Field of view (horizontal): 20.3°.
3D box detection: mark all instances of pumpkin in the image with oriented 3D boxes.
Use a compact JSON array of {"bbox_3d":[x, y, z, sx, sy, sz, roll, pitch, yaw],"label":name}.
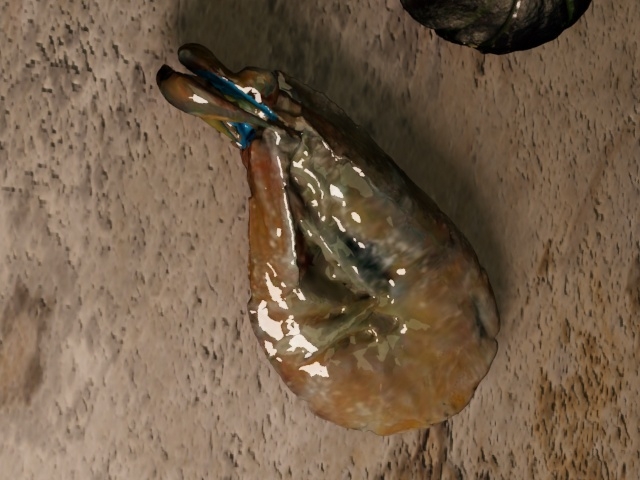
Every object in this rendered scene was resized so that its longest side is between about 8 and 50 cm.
[{"bbox_3d":[0.163,-0.283,1.671,0.220,0.162,0.221,1,88,-20],"label":"pumpkin"}]

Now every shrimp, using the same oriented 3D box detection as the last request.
[{"bbox_3d":[0.000,0.000,1.636,0.221,0.110,0.446,-43,111,-10],"label":"shrimp"}]
